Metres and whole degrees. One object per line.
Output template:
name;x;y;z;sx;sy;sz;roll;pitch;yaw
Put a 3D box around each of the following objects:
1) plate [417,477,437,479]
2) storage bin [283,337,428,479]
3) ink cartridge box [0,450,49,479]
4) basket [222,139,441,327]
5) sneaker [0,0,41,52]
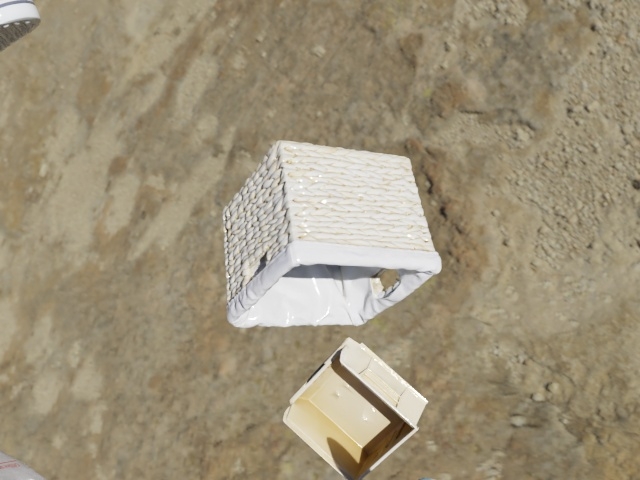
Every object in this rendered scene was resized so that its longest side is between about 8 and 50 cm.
plate;0.235;0.498;1.466;0.188;0.188;0.024;18;48;43
storage bin;0.080;0.417;2.046;0.260;0.123;0.262;41;122;3
ink cartridge box;-0.443;0.291;1.027;0.198;0.115;0.067;25;84;10
basket;0.000;0.000;1.655;0.328;0.332;0.266;-43;51;51
sneaker;-0.492;-0.272;1.057;0.321;0.126;0.127;-21;97;29
